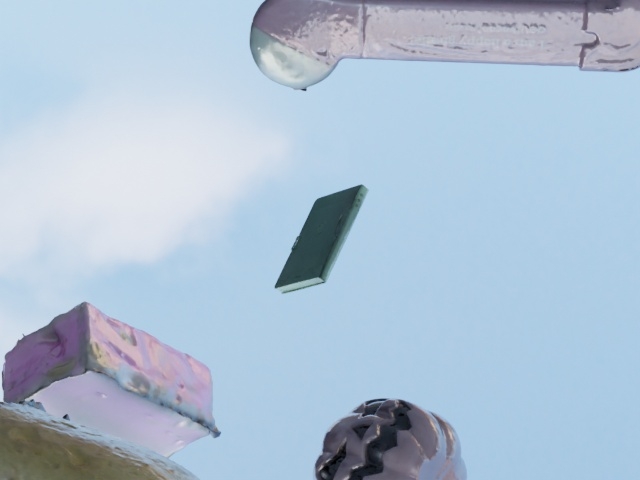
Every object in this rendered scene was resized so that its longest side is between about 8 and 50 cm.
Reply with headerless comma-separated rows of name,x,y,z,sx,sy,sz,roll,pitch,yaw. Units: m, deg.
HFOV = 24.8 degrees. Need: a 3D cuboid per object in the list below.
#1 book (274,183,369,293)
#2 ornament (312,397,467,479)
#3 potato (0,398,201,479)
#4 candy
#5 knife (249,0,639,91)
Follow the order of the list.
book,0.000,0.000,1.727,0.103,0.017,0.135,-17,-138,54
ornament,0.075,0.269,1.683,0.177,0.177,0.177,-11,-139,10
potato,-0.163,0.235,0.998,0.242,0.285,0.243,-3,-98,20
candy,-0.269,0.197,1.892,0.155,0.265,0.116,-30,-129,25
knife,0.130,-0.200,1.373,0.398,0.132,0.038,3,-143,5
